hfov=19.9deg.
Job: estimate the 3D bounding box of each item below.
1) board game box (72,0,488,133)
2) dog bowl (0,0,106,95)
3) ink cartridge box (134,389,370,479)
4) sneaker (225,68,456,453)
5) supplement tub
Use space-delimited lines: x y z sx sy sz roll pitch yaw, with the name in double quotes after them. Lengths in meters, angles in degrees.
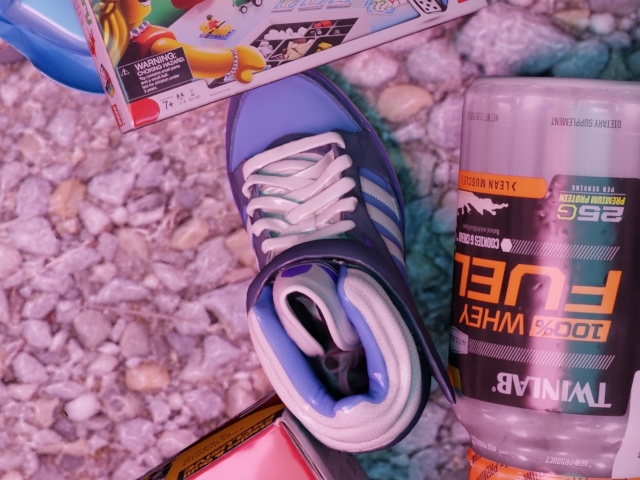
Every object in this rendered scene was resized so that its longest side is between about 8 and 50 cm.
-0.041 -0.221 1.402 0.305 0.053 0.193 -21 94 -17 "board game box"
-0.228 -0.230 1.427 0.297 0.074 0.166 31 86 -10 "dog bowl"
-0.118 0.253 1.386 0.309 0.272 0.130 -33 93 4 "ink cartridge box"
0.000 0.001 1.361 0.130 0.236 0.323 -17 84 5 "sneaker"
0.196 0.035 1.392 0.193 0.193 0.316 2 95 3 "supplement tub"
